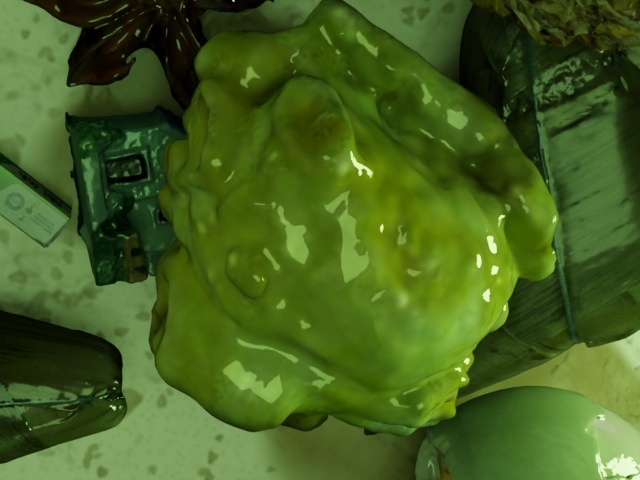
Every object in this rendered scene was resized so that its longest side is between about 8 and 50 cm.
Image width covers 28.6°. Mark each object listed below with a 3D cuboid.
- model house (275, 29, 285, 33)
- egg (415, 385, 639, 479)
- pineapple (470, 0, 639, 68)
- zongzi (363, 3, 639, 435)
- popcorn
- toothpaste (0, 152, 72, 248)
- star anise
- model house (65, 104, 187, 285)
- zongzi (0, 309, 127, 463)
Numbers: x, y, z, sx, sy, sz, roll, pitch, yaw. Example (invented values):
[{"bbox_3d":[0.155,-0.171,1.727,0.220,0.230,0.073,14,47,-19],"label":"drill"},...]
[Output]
[{"bbox_3d":[0.001,-0.134,1.069,0.078,0.066,0.083,-9,123,-18],"label":"model house"},{"bbox_3d":[0.198,0.221,1.117,0.217,0.183,0.183,3,103,-10],"label":"egg"},{"bbox_3d":[0.215,-0.296,0.855,0.352,0.352,0.300,39,73,-16],"label":"pineapple"},{"bbox_3d":[0.133,-0.027,1.078,0.360,0.160,0.323,-27,95,11],"label":"zongzi"},{"bbox_3d":[0.009,-0.015,0.936,0.312,0.312,0.312,-2,104,-9],"label":"popcorn"},{"bbox_3d":[-0.287,-0.064,1.040,0.178,0.043,0.037,39,92,-16],"label":"toothpaste"},{"bbox_3d":[-0.128,-0.211,0.989,0.190,0.126,0.220,22,122,-14],"label":"star anise"},{"bbox_3d":[-0.129,-0.047,1.040,0.148,0.119,0.148,-12,105,-14],"label":"model house"},{"bbox_3d":[-0.290,0.073,1.037,0.221,0.112,0.242,-16,105,-4],"label":"zongzi"}]
